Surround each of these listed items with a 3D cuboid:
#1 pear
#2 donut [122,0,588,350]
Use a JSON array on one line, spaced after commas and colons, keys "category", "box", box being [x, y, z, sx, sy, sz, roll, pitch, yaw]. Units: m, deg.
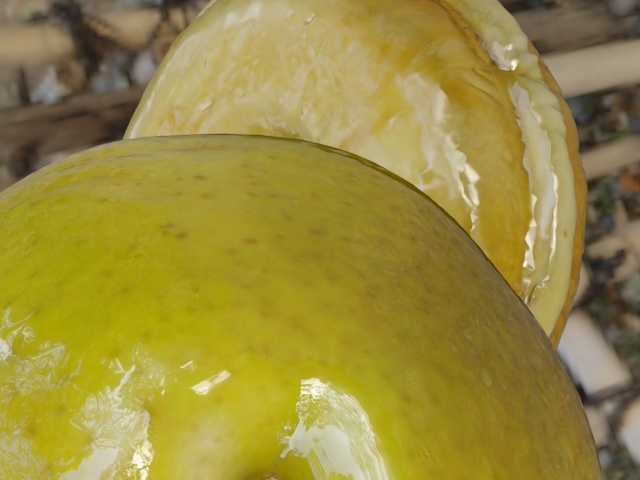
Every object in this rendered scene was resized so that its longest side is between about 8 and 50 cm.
[{"category": "pear", "box": [-0.054, 0.125, 0.867, 0.418, 0.362, 0.362, 156, 97, -73]}, {"category": "donut", "box": [0.000, 0.000, 1.333, 0.449, 0.198, 0.448, -5, 82, 41]}]
